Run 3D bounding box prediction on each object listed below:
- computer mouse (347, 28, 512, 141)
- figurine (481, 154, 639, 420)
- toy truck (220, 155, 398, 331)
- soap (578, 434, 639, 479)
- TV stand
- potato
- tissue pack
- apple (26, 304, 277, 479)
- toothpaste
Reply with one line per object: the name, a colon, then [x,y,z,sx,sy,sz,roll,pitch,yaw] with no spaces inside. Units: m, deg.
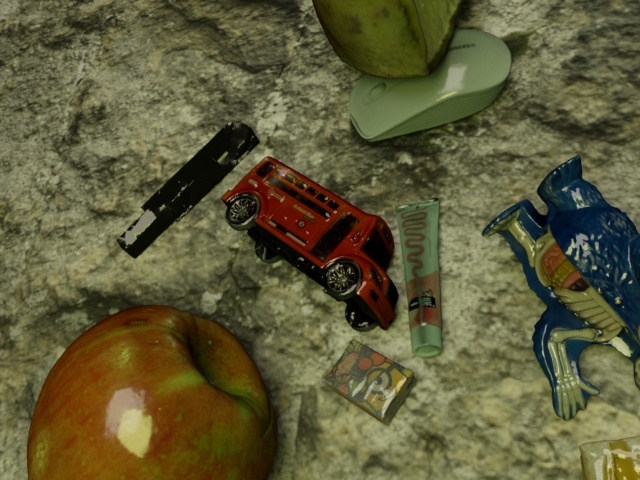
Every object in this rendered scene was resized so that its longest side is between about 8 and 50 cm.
computer mouse: [0.141,-0.216,0.930,0.231,0.079,0.128,-18,52,14]
figurine: [0.286,0.048,0.698,0.164,0.121,0.262,-29,75,33]
toy truck: [0.000,0.000,0.830,0.253,0.107,0.114,33,76,33]
soap: [0.307,0.282,0.568,0.140,0.073,0.232,-9,57,13]
TV stand: [-0.192,-0.075,0.990,0.249,0.036,0.042,-46,57,-9]
potato: [0.056,-0.394,0.902,0.213,0.280,0.330,-3,44,31]
tissue pack: [0.055,0.155,0.761,0.083,0.035,0.063,28,73,33]
apple: [-0.174,0.197,0.697,0.226,0.246,0.246,-43,54,10]
toothpaste: [0.119,0.037,0.810,0.056,0.036,0.205,-10,54,16]
